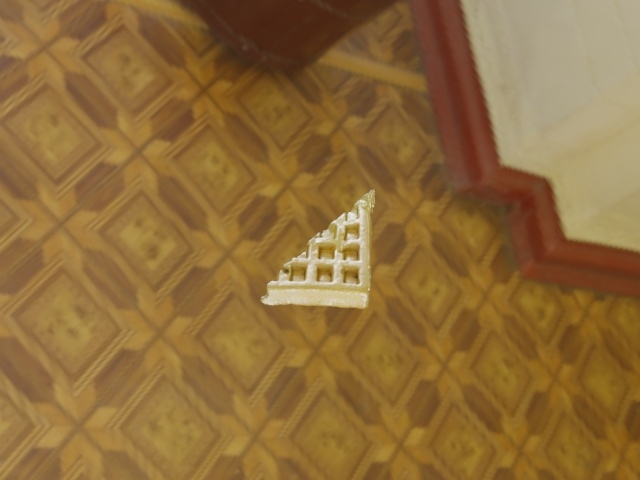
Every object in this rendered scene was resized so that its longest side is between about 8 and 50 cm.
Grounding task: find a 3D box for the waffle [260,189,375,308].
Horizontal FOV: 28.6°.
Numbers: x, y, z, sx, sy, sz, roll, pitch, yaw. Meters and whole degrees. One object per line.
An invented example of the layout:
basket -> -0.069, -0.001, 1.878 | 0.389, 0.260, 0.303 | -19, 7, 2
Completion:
waffle -> 0.000, 0.000, 1.392 | 0.125, 0.032, 0.191 | 0, 41, 1
